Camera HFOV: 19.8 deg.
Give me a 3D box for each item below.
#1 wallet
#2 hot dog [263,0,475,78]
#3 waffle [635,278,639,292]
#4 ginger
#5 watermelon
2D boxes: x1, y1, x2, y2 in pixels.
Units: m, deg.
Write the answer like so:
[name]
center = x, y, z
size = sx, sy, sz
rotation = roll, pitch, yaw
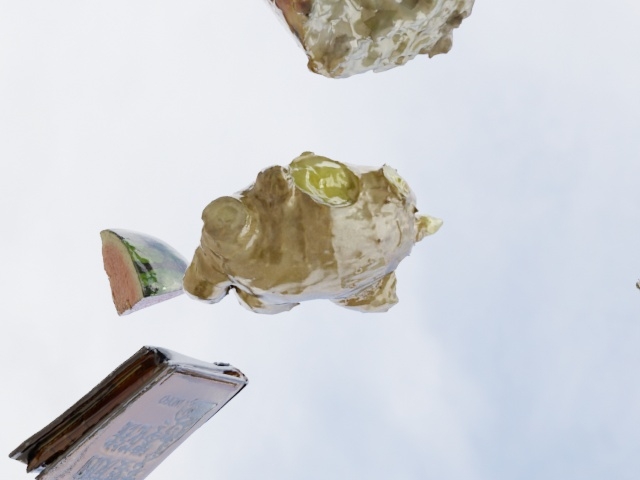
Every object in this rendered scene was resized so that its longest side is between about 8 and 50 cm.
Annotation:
[wallet]
center = -0.154, 0.157, 1.554
size = 0.161, 0.195, 0.042
rotation = -38, -111, 8
[hot dog]
center = 0.000, -0.370, 1.441
size = 0.365, 0.196, 0.367
rotation = 50, -54, 34
[waffle]
center = 0.367, 0.072, 1.672
size = 0.153, 0.023, 0.097
rotation = 47, -41, 1
[ginger]
center = 0.000, 0.000, 1.466
size = 0.102, 0.216, 0.157
rotation = -112, -157, -43
[watermelon]
center = -0.193, 0.045, 1.963
size = 0.094, 0.125, 0.135
rotation = -52, -169, 12
